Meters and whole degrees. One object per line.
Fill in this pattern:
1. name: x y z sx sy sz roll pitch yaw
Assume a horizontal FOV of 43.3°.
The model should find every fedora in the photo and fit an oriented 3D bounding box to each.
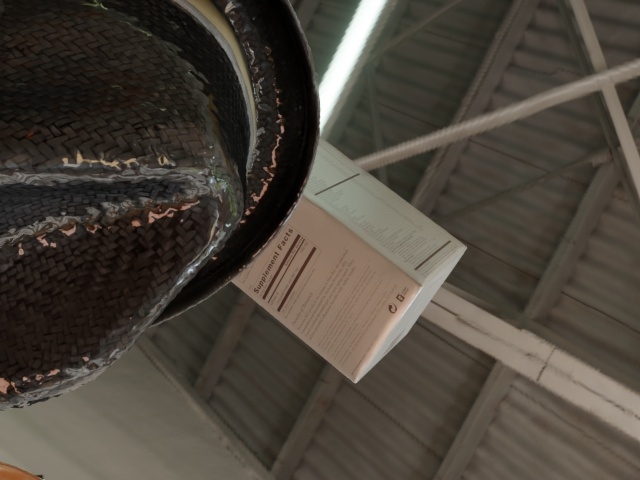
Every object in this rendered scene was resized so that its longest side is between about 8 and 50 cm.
1. fedora: -0.152 -0.018 0.402 0.334 0.334 0.153 -37 -144 14

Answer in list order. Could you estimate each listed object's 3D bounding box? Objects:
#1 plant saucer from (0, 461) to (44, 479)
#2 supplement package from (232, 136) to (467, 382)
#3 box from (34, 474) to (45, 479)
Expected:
1. plant saucer: -0.269 0.277 0.710 0.200 0.200 0.037 42 -84 19
2. supplement package: 0.000 0.000 0.829 0.244 0.139 0.134 38 -61 14
3. box: -0.331 0.364 0.903 0.045 0.184 0.191 -1 -108 -20
